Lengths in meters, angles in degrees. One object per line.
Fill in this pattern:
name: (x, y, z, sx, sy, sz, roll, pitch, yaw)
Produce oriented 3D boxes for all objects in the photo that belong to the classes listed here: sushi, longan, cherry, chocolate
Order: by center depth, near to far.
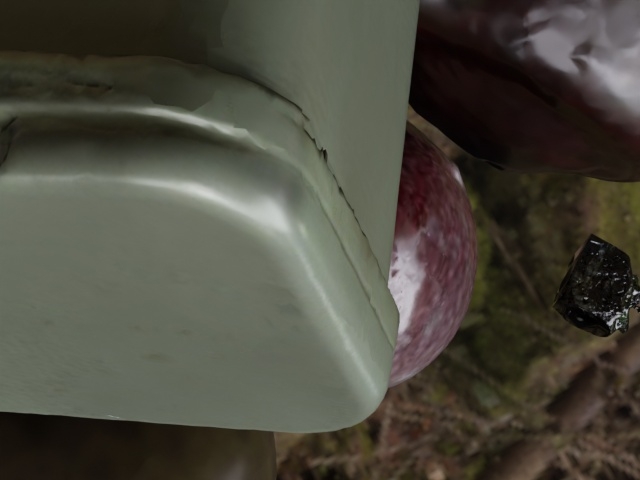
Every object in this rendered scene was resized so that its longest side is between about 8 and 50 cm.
chocolate: (0.154, -0.211, 0.873, 0.384, 0.384, 0.331, 11, 117, -56)
cherry: (0.000, 0.000, 1.005, 0.203, 0.230, 0.300, -56, 149, -3)
longan: (-0.250, 0.242, 1.497, 0.405, 0.404, 0.336, -26, 140, -2)
sushi: (0.298, 0.055, 1.545, 0.083, 0.085, 0.056, -58, 176, -34)

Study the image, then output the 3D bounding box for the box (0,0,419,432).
box: (-0.135, -0.129, 0.522, 0.352, 0.343, 0.177, 2, 155, 17)
